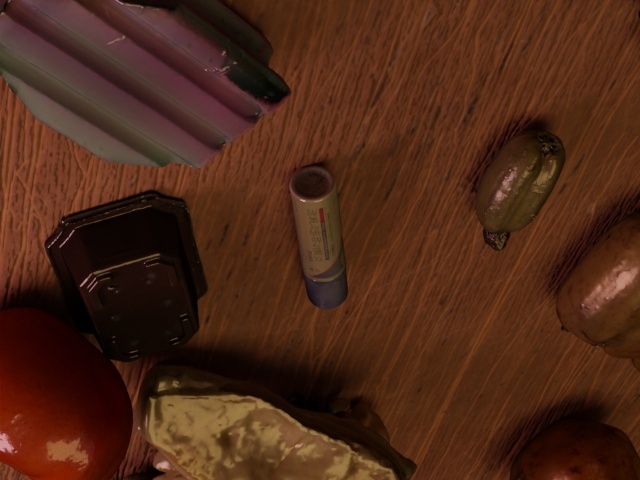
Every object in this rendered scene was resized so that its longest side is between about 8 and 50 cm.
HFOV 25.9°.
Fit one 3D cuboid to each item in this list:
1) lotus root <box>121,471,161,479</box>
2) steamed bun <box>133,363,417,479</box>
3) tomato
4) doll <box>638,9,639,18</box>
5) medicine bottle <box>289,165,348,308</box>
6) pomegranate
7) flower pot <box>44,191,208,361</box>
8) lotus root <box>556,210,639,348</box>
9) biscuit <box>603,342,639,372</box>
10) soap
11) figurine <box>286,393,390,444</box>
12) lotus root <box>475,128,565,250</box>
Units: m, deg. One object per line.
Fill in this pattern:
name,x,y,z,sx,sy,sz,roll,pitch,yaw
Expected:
lotus root,-0.238,0.460,2.164,0.158,0.140,0.322,-31,145,12
steamed bun,-0.098,0.324,1.996,0.428,0.189,0.247,22,92,-20
tomato,-0.340,0.197,1.713,0.180,0.260,0.260,-46,145,-13
doll,0.457,-0.220,1.703,0.127,0.088,0.249,-26,139,5
medicine bottle,0.000,0.000,1.774,0.059,0.059,0.231,-17,143,-6
pomegranate,0.439,0.421,2.384,0.248,0.248,0.248,-14,142,-11
flower pot,-0.227,0.061,1.718,0.178,0.084,0.251,-17,143,-6
lotus root,0.453,0.051,1.992,0.160,0.146,0.284,-6,141,-48
biscuit,0.631,0.153,2.247,0.376,0.051,0.269,2,147,-21
soap,-0.204,-0.190,1.396,0.193,0.109,0.324,-37,141,19
figurine,0.024,0.293,2.125,0.108,0.114,0.196,-18,138,34
lotus root,0.249,-0.067,1.796,0.090,0.077,0.183,5,133,-20
